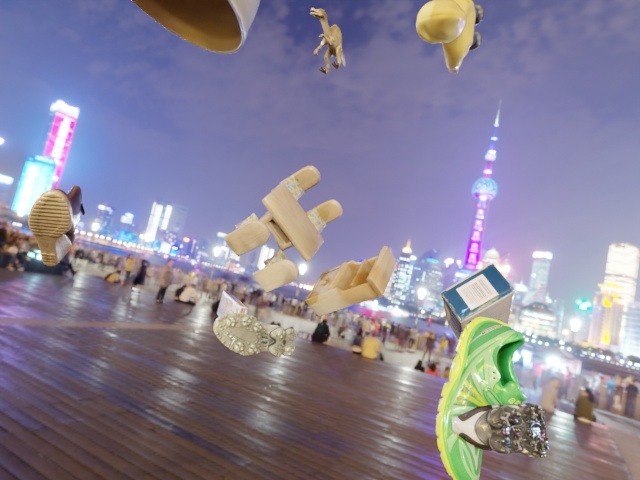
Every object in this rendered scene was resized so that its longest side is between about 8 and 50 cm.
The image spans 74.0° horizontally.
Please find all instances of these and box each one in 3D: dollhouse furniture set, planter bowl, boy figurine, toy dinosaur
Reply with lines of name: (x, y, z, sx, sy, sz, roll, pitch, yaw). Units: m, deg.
dollhouse furniture set: (0.000, 0.000, 1.243, 0.256, 0.362, 0.394, -25, -72, 35)
planter bowl: (-0.117, -0.275, 0.392, 0.161, 0.109, 0.162, 27, -7, 4)
boy figurine: (0.284, -0.451, 0.907, 0.092, 0.178, 0.285, 10, 27, 28)
toy dinosaur: (0.031, -0.406, 0.907, 0.053, 0.093, 0.183, 10, -15, 28)

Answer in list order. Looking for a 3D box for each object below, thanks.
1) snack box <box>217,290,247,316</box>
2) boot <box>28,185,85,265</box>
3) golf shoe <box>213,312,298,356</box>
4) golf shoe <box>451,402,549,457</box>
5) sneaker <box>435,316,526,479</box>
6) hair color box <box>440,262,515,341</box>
snack box: (-0.219, 0.173, 1.043, 0.022, 0.064, 0.178, 16, -1, -26)
boot: (-0.657, -0.081, 1.077, 0.090, 0.207, 0.249, 14, -50, -22)
golf shoe: (-0.130, 0.174, 0.781, 0.176, 0.069, 0.085, 28, -18, -38)
golf shoe: (0.276, 0.282, 0.646, 0.198, 0.077, 0.093, 27, -29, -36)
sneaker: (0.288, 0.281, 0.748, 0.123, 0.296, 0.109, 3, -21, 45)
hair color box: (0.478, 0.213, 1.299, 0.173, 0.105, 0.347, -30, -33, 3)
